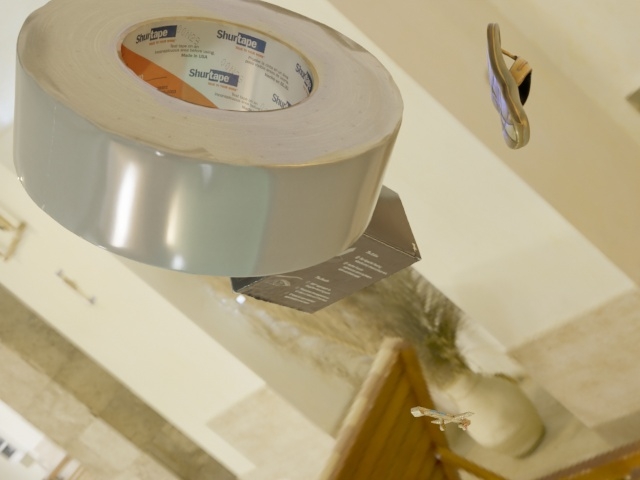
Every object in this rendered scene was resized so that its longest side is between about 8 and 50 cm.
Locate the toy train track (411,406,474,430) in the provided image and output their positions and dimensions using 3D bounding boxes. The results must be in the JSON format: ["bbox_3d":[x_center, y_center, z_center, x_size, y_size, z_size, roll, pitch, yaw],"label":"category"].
[{"bbox_3d":[0.121,0.179,0.862,0.048,0.083,0.014,-26,54,39],"label":"toy train track"}]

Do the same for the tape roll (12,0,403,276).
[{"bbox_3d":[-0.065,-0.074,0.510,0.219,0.219,0.072,-60,-11,-55],"label":"tape roll"}]

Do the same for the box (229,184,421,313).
[{"bbox_3d":[0.000,0.000,0.948,0.158,0.093,0.156,-27,-25,23],"label":"box"}]

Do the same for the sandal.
[{"bbox_3d":[0.221,-0.176,0.986,0.049,0.072,0.180,-10,50,5],"label":"sandal"}]
